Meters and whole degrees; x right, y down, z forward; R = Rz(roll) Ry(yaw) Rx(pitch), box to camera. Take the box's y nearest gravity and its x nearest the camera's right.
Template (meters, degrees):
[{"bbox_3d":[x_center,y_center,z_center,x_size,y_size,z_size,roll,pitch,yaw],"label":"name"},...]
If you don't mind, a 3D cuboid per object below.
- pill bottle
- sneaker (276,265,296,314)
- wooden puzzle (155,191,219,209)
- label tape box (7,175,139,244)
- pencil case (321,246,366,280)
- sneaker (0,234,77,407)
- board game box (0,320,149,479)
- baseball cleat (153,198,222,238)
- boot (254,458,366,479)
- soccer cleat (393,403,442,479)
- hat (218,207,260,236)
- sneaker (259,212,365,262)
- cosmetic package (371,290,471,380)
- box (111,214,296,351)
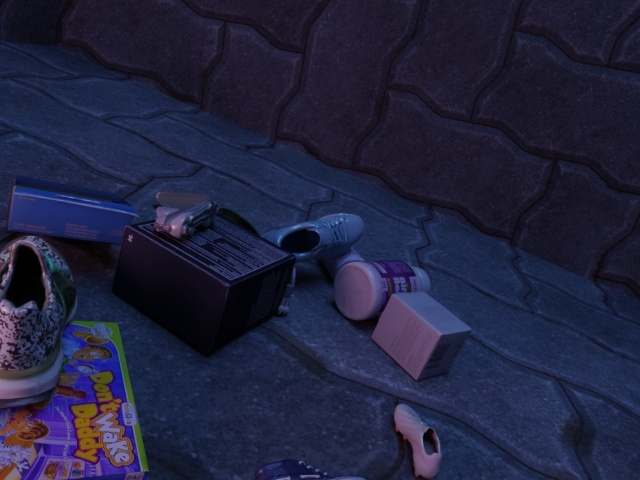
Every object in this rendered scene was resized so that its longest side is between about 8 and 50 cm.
[{"bbox_3d":[0.195,0.143,1.594,0.301,0.169,0.169,0,30,-45],"label":"pill bottle"},{"bbox_3d":[-0.116,0.091,1.459,0.086,0.132,0.229,11,24,-29],"label":"sneaker"},{"bbox_3d":[-0.394,-0.076,1.733,0.220,0.044,0.238,-1,35,-47],"label":"wooden puzzle"},{"bbox_3d":[-0.591,-0.063,1.257,0.249,0.115,0.347,10,8,-31],"label":"label tape box"},{"bbox_3d":[0.065,0.048,1.772,0.124,0.114,0.273,-11,30,-17],"label":"pencil case"},{"bbox_3d":[-0.462,0.070,0.859,0.158,0.182,0.410,10,23,-30],"label":"sneaker"},{"bbox_3d":[-0.418,0.254,0.820,0.233,0.078,0.347,9,24,-33],"label":"board game box"},{"bbox_3d":[-0.309,-0.063,1.223,0.109,0.072,0.206,16,16,8],"label":"baseball cleat"},{"bbox_3d":[-0.012,0.398,0.884,0.189,0.069,0.086,7,28,-32],"label":"boot"},{"bbox_3d":[0.206,0.399,1.098,0.068,0.076,0.196,16,21,-16],"label":"soccer cleat"},{"bbox_3d":[-0.306,0.019,1.569,0.208,0.173,0.183,30,57,18],"label":"hat"},{"bbox_3d":[0.000,0.000,1.571,0.365,0.135,0.150,-17,9,-28],"label":"sneaker"},{"bbox_3d":[0.267,0.249,1.429,0.151,0.151,0.183,2,30,-44],"label":"cosmetic package"},{"bbox_3d":[-0.270,0.077,1.263,0.296,0.183,0.294,27,20,19],"label":"box"}]
